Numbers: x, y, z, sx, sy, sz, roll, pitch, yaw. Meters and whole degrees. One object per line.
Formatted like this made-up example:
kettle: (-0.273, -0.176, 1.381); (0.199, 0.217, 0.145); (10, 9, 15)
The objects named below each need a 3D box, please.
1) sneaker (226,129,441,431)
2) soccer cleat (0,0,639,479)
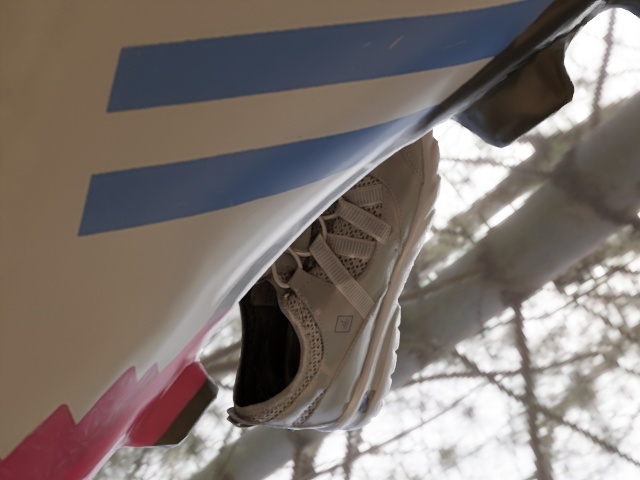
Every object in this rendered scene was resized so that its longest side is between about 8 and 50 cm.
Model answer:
sneaker: (0.000, 0.000, 0.904); (0.115, 0.105, 0.281); (-8, -72, -42)
soccer cleat: (-0.058, -0.031, 0.351); (0.331, 0.116, 0.143); (-43, -75, 1)
